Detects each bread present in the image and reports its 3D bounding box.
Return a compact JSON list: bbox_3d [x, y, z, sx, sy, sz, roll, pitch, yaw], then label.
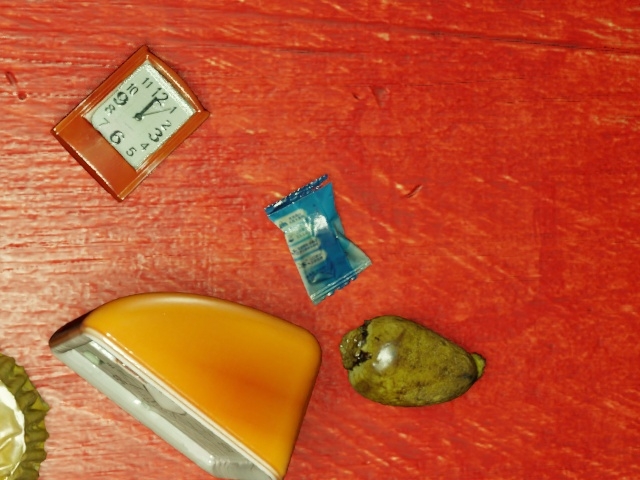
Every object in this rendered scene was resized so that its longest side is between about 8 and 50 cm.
[{"bbox_3d":[-0.407,0.211,1.394,0.240,0.139,0.240,0,88,-12],"label":"bread"}]

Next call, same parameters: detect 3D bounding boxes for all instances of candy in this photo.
[{"bbox_3d":[0.001,-0.001,1.573,0.088,0.038,0.136,-31,105,-12],"label":"candy"}]

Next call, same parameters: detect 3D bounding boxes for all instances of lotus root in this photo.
[{"bbox_3d":[0.120,0.148,1.573,0.190,0.094,0.108,13,118,-20],"label":"lotus root"}]

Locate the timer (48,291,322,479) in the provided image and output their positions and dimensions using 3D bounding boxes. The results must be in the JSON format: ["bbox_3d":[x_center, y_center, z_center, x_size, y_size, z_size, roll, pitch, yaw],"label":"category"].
[{"bbox_3d":[-0.155,0.139,1.412,0.250,0.257,0.161,25,74,-15],"label":"timer"}]

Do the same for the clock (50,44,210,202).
[{"bbox_3d":[-0.216,-0.133,1.509,0.113,0.061,0.155,47,73,-9],"label":"clock"}]
